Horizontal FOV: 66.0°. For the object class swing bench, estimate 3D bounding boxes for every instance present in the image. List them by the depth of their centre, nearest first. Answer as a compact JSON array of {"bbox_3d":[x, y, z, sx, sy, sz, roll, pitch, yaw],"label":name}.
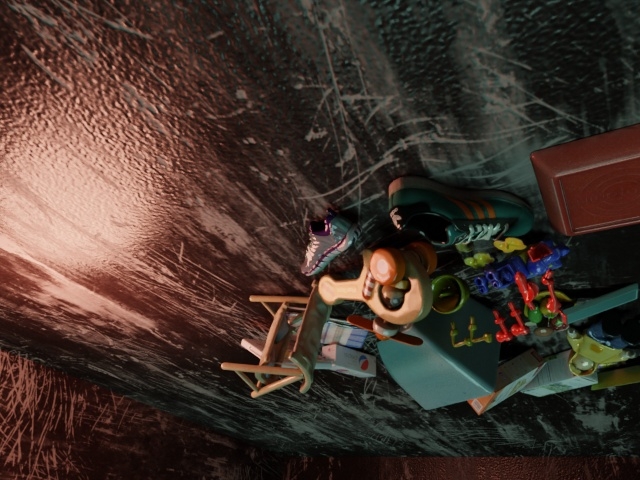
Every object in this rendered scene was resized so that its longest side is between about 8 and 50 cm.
[{"bbox_3d":[-0.093,0.272,1.350,0.255,0.253,0.165,-16,126,31],"label":"swing bench"}]

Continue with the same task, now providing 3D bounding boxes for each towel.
[{"bbox_3d":[0.010,0.299,1.603,0.285,0.034,0.209,7,148,-2],"label":"towel"}]

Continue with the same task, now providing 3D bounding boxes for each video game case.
[{"bbox_3d":[-0.110,0.365,1.591,0.227,0.026,0.206,13,-178,-38],"label":"video game case"}]

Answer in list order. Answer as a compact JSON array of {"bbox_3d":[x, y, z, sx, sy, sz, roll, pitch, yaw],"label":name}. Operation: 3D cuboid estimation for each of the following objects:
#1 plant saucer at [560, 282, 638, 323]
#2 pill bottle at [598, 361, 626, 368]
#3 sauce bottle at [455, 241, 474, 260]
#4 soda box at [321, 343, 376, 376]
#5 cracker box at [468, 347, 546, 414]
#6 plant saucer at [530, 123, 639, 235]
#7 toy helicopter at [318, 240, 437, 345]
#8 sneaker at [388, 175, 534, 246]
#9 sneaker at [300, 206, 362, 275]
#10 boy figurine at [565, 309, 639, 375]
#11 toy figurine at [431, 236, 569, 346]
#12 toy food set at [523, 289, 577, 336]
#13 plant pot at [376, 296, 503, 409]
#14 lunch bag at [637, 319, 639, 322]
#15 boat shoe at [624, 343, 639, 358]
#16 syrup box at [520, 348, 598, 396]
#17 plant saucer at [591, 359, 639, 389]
[{"bbox_3d":[0.705,0.163,1.243,0.192,0.018,0.067,-25,139,12],"label":"plant saucer"},{"bbox_3d":[0.922,0.383,1.569,0.083,0.043,0.043,-15,142,28],"label":"pill bottle"},{"bbox_3d":[0.319,0.005,1.094,0.042,0.042,0.128,-7,150,19],"label":"sauce bottle"},{"bbox_3d":[0.102,0.422,1.716,0.069,0.073,0.216,-20,146,41],"label":"soda box"},{"bbox_3d":[0.596,0.452,1.581,0.232,0.067,0.155,-21,142,-24],"label":"cracker box"},{"bbox_3d":[0.542,-0.097,0.895,0.259,0.047,0.259,-13,143,27],"label":"plant saucer"},{"bbox_3d":[0.122,0.134,1.186,0.140,0.234,0.355,-10,-179,-39],"label":"toy helicopter"},{"bbox_3d":[0.277,-0.033,0.967,0.303,0.120,0.108,10,147,-7],"label":"sneaker"},{"bbox_3d":[0.000,0.000,1.130,0.098,0.083,0.224,40,137,-8],"label":"sneaker"},{"bbox_3d":[0.784,0.300,1.409,0.177,0.092,0.285,24,148,13],"label":"boy figurine"},{"bbox_3d":[0.431,0.093,1.085,0.217,0.191,0.362,-20,167,-28],"label":"toy figurine"},{"bbox_3d":[0.623,0.212,1.332,0.128,0.071,0.217,-5,146,16],"label":"toy food set"},{"bbox_3d":[0.301,0.264,1.328,0.252,0.247,0.248,38,139,-13],"label":"plant pot"},{"bbox_3d":[1.011,0.246,1.286,0.304,0.114,0.243,17,143,-18],"label":"lunch bag"},{"bbox_3d":[0.931,0.332,1.483,0.152,0.049,0.056,13,146,-11],"label":"boat shoe"},{"bbox_3d":[0.781,0.444,1.638,0.093,0.096,0.237,19,145,-22],"label":"syrup box"},{"bbox_3d":[0.976,0.419,1.565,0.188,0.045,0.188,-1,158,-42],"label":"plant saucer"}]
